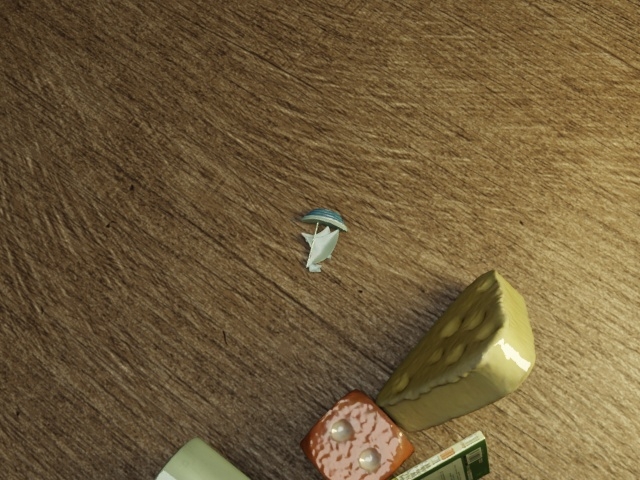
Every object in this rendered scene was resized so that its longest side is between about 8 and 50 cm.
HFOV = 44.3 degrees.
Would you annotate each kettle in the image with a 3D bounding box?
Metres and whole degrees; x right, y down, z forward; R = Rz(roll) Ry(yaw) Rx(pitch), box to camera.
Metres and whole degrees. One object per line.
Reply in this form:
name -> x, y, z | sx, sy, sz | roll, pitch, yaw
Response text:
kettle -> -0.192, 0.565, 1.516 | 0.318, 0.265, 0.205 | 34, 103, 12

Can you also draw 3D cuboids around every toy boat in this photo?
toy boat -> 0.011, -0.006, 1.803 | 0.106, 0.034, 0.149 | -9, 71, 4

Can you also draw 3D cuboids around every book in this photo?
book -> 0.209, 0.477, 1.540 | 0.264, 0.202, 0.027 | -28, 55, -4

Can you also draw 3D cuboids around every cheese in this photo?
cheese -> 0.296, 0.223, 1.536 | 0.104, 0.384, 0.384 | 44, 79, -6

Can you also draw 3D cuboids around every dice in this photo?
dice -> 0.073, 0.415, 1.585 | 0.175, 0.174, 0.179 | -39, 74, -7
